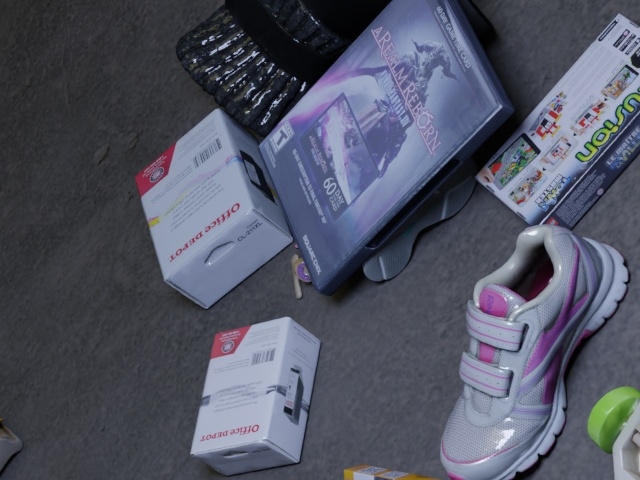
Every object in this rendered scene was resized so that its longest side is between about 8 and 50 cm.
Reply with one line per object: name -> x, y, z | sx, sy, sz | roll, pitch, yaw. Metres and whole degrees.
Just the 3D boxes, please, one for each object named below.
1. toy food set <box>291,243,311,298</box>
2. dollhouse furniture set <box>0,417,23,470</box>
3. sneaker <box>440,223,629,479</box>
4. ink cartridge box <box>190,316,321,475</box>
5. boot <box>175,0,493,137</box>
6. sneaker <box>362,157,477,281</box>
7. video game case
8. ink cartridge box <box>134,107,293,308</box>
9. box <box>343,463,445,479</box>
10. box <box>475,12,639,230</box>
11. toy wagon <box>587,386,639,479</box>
toy food set -> 0.000, 0.000, 1.980 | 0.122, 0.019, 0.078 | -48, 35, 36
dollhouse furniture set -> -0.493, 0.276, 2.174 | 0.197, 0.151, 0.301 | 28, 82, 50
sneaker -> 0.163, 0.091, 1.715 | 0.103, 0.111, 0.252 | 11, 70, 47
ink cartridge box -> -0.062, 0.152, 1.928 | 0.099, 0.056, 0.135 | -15, 52, 37
boot -> 0.010, -0.209, 2.072 | 0.260, 0.131, 0.348 | -48, 35, 1
sneaker -> 0.087, -0.032, 1.927 | 0.152, 0.053, 0.061 | -45, 37, 9
video game case -> 0.056, -0.106, 1.913 | 0.274, 0.026, 0.196 | -46, 48, 29
ink cartridge box -> -0.115, -0.034, 2.105 | 0.127, 0.072, 0.175 | -38, 42, 16
box -> 0.077, 0.244, 1.719 | 0.136, 0.028, 0.081 | 5, 101, 47
box -> 0.247, -0.103, 1.839 | 0.207, 0.036, 0.114 | -48, 40, 4
toy wagon -> 0.312, 0.185, 1.503 | 0.267, 0.068, 0.344 | 44, 111, 48
